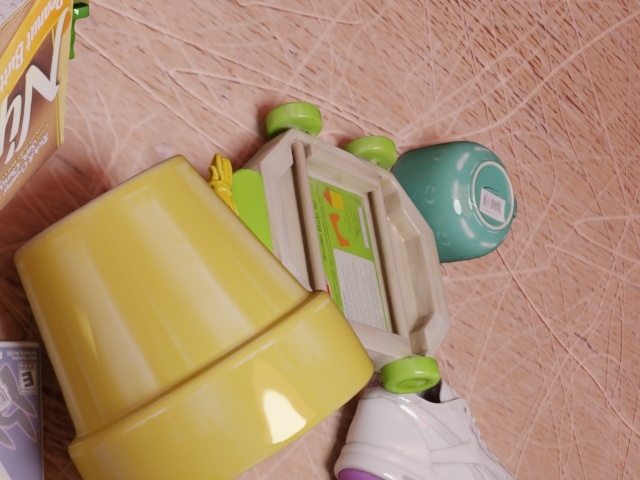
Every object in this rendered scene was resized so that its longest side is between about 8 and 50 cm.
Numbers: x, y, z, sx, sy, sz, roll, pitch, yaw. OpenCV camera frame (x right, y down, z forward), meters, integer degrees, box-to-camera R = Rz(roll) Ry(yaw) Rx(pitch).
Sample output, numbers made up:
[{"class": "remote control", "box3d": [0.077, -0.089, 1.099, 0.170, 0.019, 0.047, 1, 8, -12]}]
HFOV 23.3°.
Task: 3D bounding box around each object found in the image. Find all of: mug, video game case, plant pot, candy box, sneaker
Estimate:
[{"class": "mug", "box3d": [0.156, -0.049, 1.681, 0.158, 0.097, 0.129, -40, 112, -43]}, {"class": "video game case", "box3d": [-0.302, 0.170, 1.209, 0.201, 0.023, 0.183, 4, 81, -47]}, {"class": "plant pot", "box3d": [-0.120, 0.070, 1.275, 0.254, 0.254, 0.239, -32, 93, -45]}, {"class": "candy box", "box3d": [-0.292, -0.067, 1.117, 0.316, 0.087, 0.183, -58, 167, -45]}, {"class": "sneaker", "box3d": [0.147, 0.229, 1.614, 0.305, 0.114, 0.152, 31, 62, -39]}]

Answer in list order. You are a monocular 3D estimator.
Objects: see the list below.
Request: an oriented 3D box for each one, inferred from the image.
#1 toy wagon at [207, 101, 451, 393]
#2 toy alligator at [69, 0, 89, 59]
[{"class": "toy wagon", "box3d": [0.000, 0.000, 1.485, 0.344, 0.068, 0.267, 20, 52, -45]}, {"class": "toy alligator", "box3d": [-0.233, -0.249, 1.330, 0.056, 0.051, 0.189, -22, 100, -47]}]
